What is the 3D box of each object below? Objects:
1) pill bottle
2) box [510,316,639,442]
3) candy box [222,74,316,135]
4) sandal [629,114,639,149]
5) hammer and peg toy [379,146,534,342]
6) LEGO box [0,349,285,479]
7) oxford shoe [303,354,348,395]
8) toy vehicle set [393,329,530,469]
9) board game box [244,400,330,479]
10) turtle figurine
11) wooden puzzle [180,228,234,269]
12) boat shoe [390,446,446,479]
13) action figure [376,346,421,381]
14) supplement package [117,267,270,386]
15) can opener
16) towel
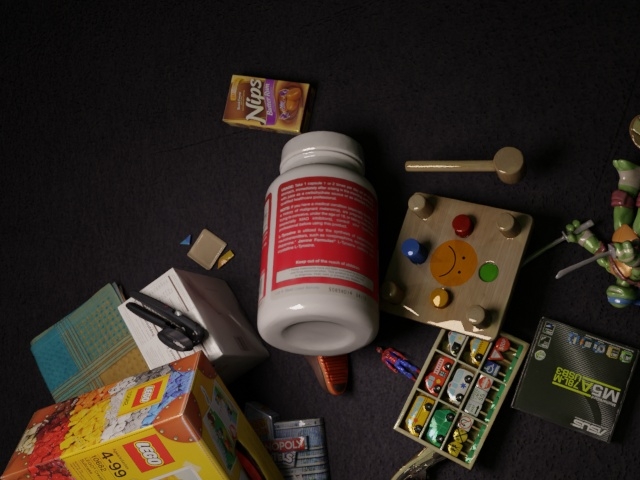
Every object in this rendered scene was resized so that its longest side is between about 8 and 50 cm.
[{"bbox_3d":[0.000,0.000,1.665,0.229,0.229,0.407,-8,60,16],"label":"pill bottle"},{"bbox_3d":[0.478,0.261,1.605,0.191,0.045,0.184,20,86,14],"label":"box"},{"bbox_3d":[-0.113,-0.297,1.875,0.187,0.053,0.109,10,86,20],"label":"candy box"},{"bbox_3d":[0.670,-0.181,1.618,0.180,0.049,0.072,22,95,5],"label":"sandal"},{"bbox_3d":[0.270,-0.005,1.654,0.266,0.127,0.361,13,79,30],"label":"hammer and peg toy"},{"bbox_3d":[-0.279,0.499,1.600,0.373,0.193,0.500,-21,116,14],"label":"LEGO box"},{"bbox_3d":[-0.022,0.200,1.764,0.098,0.097,0.271,-31,67,29],"label":"oxford shoe"},{"bbox_3d":[0.275,0.285,1.652,0.166,0.035,0.266,24,80,19],"label":"toy vehicle set"},{"bbox_3d":[-0.088,0.425,1.757,0.194,0.060,0.194,-10,80,16],"label":"board game box"},{"bbox_3d":[0.523,-0.024,1.558,0.275,0.198,0.266,18,89,15],"label":"turtle figurine"},{"bbox_3d":[-0.251,0.021,1.892,0.116,0.014,0.078,41,91,18],"label":"wooden puzzle"},{"bbox_3d":[0.196,0.447,1.666,0.152,0.056,0.049,-44,67,7],"label":"boat shoe"},{"bbox_3d":[0.161,0.250,1.722,0.115,0.030,0.038,34,98,21],"label":"action figure"},{"bbox_3d":[-0.251,0.190,1.735,0.145,0.262,0.204,-35,74,10],"label":"supplement package"},{"bbox_3d":[-0.292,0.144,1.586,0.186,0.073,0.059,32,100,27],"label":"can opener"},{"bbox_3d":[-0.477,0.318,1.908,0.271,0.040,0.370,-35,75,11],"label":"towel"}]
